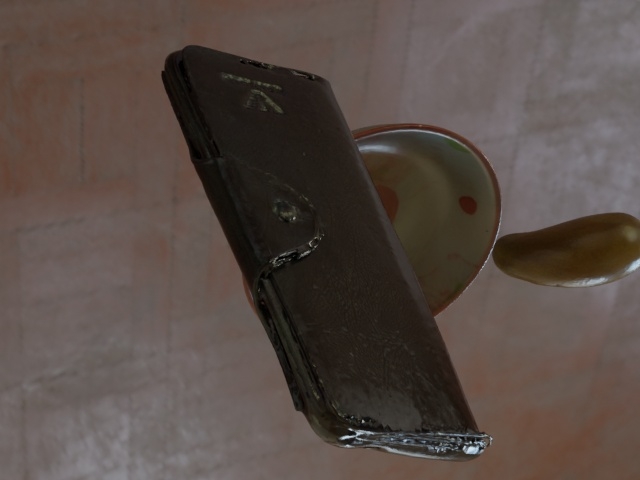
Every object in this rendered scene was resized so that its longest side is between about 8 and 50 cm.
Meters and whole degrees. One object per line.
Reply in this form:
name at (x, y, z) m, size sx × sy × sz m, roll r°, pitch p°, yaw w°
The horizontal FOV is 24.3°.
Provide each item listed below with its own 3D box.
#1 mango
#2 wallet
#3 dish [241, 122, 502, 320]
mango at (0.353, 0.016, 2.115) m, size 0.228 × 0.136 × 0.099 m, roll -5°, pitch 105°, yaw 22°
wallet at (0.000, 0.000, 0.996) m, size 0.172 × 0.318 × 0.045 m, roll 14°, pitch 135°, yaw -46°
dish at (0.037, -0.020, 1.410) m, size 0.260 × 0.085 × 0.260 m, roll -13°, pitch 130°, yaw -16°
